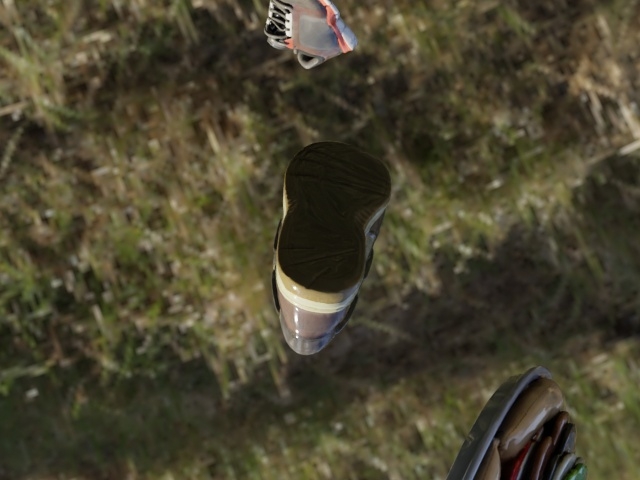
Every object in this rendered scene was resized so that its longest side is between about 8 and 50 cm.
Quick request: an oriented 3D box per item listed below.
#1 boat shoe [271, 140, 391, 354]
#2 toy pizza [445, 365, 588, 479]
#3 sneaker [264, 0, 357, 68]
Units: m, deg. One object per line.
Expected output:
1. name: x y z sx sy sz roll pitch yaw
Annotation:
1. boat shoe: 0.001 0.001 1.062 0.080 0.223 0.073 17 120 -2
2. toy pizza: 0.058 0.143 0.521 0.032 0.201 0.201 16 175 19
3. sneaker: -0.020 -0.190 1.255 0.065 0.061 0.158 -37 148 5
